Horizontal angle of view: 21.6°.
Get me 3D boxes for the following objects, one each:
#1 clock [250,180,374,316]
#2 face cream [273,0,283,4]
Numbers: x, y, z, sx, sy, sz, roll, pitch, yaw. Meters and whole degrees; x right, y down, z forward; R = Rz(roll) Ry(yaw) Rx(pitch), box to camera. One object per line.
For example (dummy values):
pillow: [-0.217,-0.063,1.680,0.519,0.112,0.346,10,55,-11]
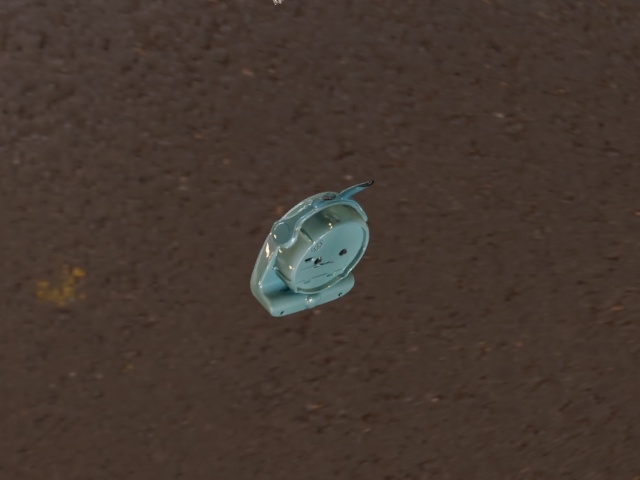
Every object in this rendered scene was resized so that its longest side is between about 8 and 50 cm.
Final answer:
clock: [-0.001,-0.001,1.532,0.045,0.108,0.147,47,135,29]
face cream: [-0.076,-0.330,1.483,0.058,0.092,0.244,-19,105,20]
